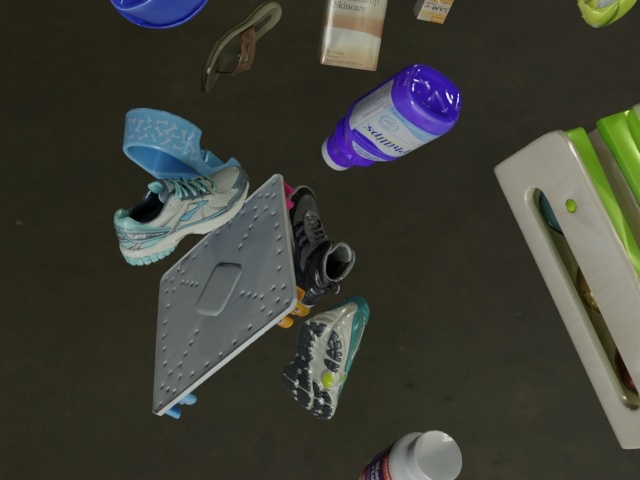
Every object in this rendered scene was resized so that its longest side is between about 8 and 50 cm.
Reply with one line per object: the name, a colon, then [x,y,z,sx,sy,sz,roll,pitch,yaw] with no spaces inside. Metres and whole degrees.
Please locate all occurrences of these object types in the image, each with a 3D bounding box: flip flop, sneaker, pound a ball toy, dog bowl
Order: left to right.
dog bowl: [-0.284,-0.165,1.725,0.165,0.297,0.074,4,70,30]
sneaker: [-0.256,-0.069,1.577,0.283,0.122,0.110,-36,44,-20]
flip flop: [-0.169,-0.430,1.897,0.080,0.112,0.277,40,67,7]
sneaker: [0.000,0.000,1.764,0.101,0.153,0.269,14,67,-40]
sneaker: [0.018,0.190,1.332,0.107,0.275,0.110,39,51,15]
sneaker: [0.312,-0.333,0.951,0.091,0.240,0.126,-32,78,-2]
pound a ball toy: [0.311,0.042,0.766,0.208,0.135,0.319,-19,81,-27]

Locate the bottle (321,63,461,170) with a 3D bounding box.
bottle: [0.100,-0.185,1.361,0.118,0.282,0.092,29,64,-23]

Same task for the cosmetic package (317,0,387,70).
cosmetic package: [0.086,-0.586,2.105,0.153,0.296,0.129,5,20,-5]

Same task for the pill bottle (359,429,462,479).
pill bottle: [0.143,0.365,1.327,0.108,0.193,0.108,10,58,-17]

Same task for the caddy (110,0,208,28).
caddy: [-0.259,-0.521,1.408,0.241,0.341,0.179,44,18,11]

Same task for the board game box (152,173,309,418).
board game box: [-0.185,0.106,1.676,0.050,0.390,0.390,35,28,-31]

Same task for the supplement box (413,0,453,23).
supplement box: [0.237,-0.495,1.714,0.062,0.098,0.036,4,46,-20]
